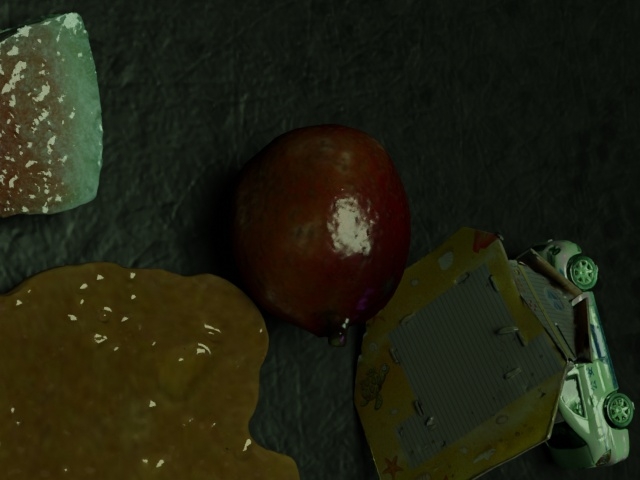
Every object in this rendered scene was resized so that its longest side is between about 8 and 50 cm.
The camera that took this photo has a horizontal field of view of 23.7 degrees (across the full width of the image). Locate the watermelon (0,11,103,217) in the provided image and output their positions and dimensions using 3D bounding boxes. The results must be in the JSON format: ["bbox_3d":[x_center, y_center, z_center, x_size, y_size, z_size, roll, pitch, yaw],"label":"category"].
[{"bbox_3d":[-0.290,-0.079,1.169,0.241,0.094,0.154,-18,101,-34],"label":"watermelon"}]

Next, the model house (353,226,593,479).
[{"bbox_3d":[0.147,0.119,1.372,0.136,0.219,0.207,9,47,-51],"label":"model house"}]

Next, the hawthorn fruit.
[{"bbox_3d":[0.000,0.000,1.288,0.169,0.169,0.188,22,51,-29],"label":"hawthorn fruit"}]

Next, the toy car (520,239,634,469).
[{"bbox_3d":[0.232,0.112,1.473,0.076,0.090,0.224,-14,88,-30],"label":"toy car"}]

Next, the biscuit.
[{"bbox_3d":[-0.165,0.164,1.183,0.351,0.057,0.312,-23,81,-39],"label":"biscuit"}]
